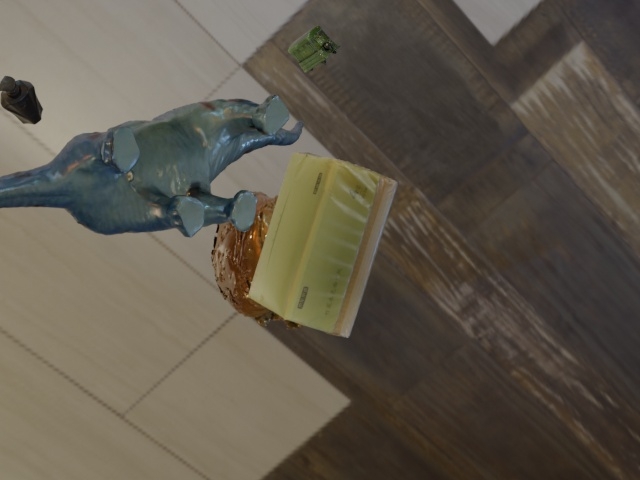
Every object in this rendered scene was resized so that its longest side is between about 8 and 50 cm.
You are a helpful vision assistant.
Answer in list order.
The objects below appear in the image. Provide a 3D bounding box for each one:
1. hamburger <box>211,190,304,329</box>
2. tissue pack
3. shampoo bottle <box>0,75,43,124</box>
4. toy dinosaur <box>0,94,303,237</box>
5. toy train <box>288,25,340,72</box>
[{"bbox_3d":[-0.072,0.035,1.741,0.211,0.260,0.245,9,81,-25],"label":"hamburger"},{"bbox_3d":[0.000,0.000,1.379,0.125,0.159,0.234,17,92,-26],"label":"tissue pack"},{"bbox_3d":[-0.390,-0.182,1.266,0.048,0.137,0.027,-40,85,-10],"label":"shampoo bottle"},{"bbox_3d":[-0.095,-0.040,0.575,0.329,0.144,0.076,-20,106,-36],"label":"toy dinosaur"},{"bbox_3d":[-0.011,-0.306,1.556,0.056,0.093,0.038,48,67,-13],"label":"toy train"}]
